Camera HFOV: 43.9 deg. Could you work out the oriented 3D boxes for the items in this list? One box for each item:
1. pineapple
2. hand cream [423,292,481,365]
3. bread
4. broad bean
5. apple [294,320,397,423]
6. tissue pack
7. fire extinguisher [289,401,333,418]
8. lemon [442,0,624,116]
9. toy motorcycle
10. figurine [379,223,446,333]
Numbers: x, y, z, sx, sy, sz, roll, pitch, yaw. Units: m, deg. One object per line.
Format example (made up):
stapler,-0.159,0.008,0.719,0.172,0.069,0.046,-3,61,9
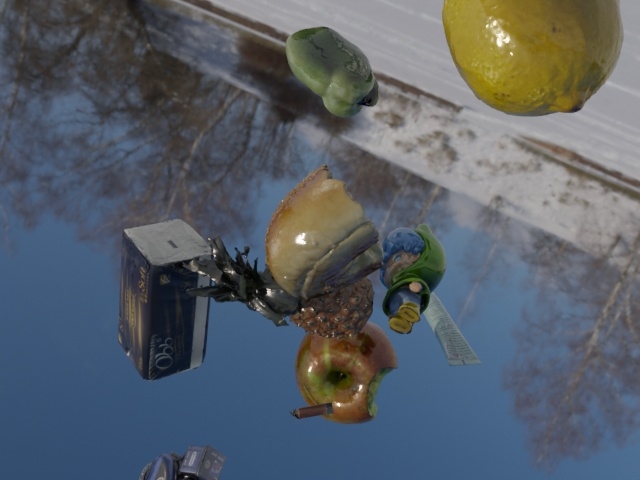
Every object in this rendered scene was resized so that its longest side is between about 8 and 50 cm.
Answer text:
pineapple,-0.076,0.098,1.520,0.364,0.166,0.165,12,-162,-28
hand cream,0.326,0.225,2.096,0.085,0.058,0.331,3,-155,-14
bread,-0.003,0.003,1.345,0.171,0.192,0.314,53,-177,17
broad bean,0.028,-0.345,1.585,0.228,0.100,0.169,42,-132,7
apple,0.068,0.288,1.816,0.246,0.246,0.226,26,-163,12
tissue pack,-0.395,0.147,2.044,0.198,0.370,0.210,-9,-147,-31
fire extinguisher,-0.018,0.322,1.505,0.083,0.022,0.028,-10,-164,0
lemon,0.308,-0.317,1.166,0.284,0.260,0.260,58,-165,-4
toy motorcycle,-0.374,0.680,1.948,0.212,0.359,0.125,-7,141,34
figurine,0.186,0.080,1.667,0.143,0.162,0.263,18,-139,-6
